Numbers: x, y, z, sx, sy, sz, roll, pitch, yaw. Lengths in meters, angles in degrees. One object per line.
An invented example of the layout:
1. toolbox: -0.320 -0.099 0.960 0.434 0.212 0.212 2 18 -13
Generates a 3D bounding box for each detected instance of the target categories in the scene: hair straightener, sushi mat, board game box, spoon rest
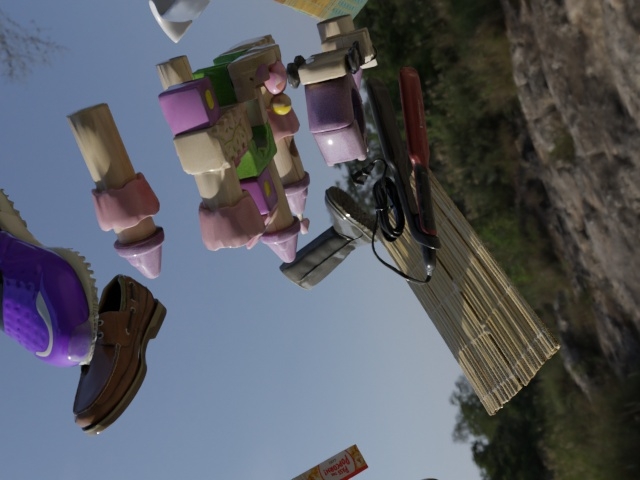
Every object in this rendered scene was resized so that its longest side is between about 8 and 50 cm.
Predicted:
1. hair straightener: 0.080 -0.063 0.761 0.047 0.089 0.230 -21 -79 -56
2. sushi mat: 0.177 0.056 0.918 0.019 0.151 0.316 -5 -129 -35
3. board game box: -0.036 0.403 1.125 0.045 0.194 0.146 59 146 17
4. spoon rest: -0.237 -0.411 1.197 0.084 0.137 0.276 36 167 -18

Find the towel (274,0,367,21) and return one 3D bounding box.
1. towel: 0.055 -0.436 1.012 0.040 0.271 0.370 44 -160 6

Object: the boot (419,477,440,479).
1. boot: 0.079 0.436 1.045 0.211 0.295 0.104 15 -142 -36

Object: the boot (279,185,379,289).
1. boot: 0.000 0.001 1.435 0.190 0.209 0.076 44 -152 -35

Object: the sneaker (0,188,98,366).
1. sneaker: -0.322 0.036 0.641 0.293 0.102 0.146 31 -154 35

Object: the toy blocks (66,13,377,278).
1. toy blocks: -0.059 -0.079 0.792 0.288 0.309 0.260 -65 -38 -61

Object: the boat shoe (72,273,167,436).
1. boat shoe: -0.328 0.164 1.081 0.104 0.111 0.307 53 -166 -23
